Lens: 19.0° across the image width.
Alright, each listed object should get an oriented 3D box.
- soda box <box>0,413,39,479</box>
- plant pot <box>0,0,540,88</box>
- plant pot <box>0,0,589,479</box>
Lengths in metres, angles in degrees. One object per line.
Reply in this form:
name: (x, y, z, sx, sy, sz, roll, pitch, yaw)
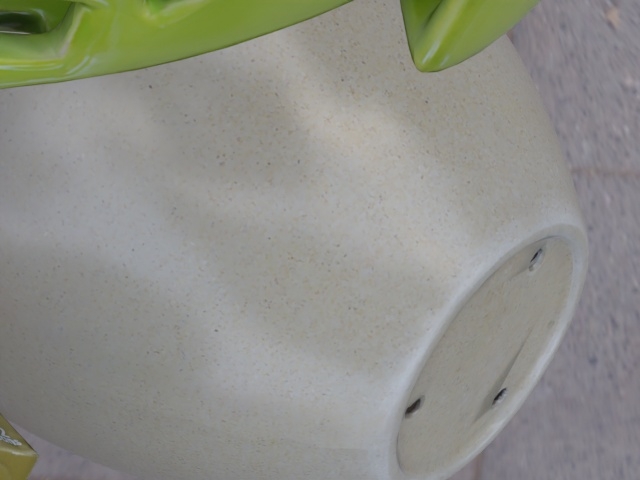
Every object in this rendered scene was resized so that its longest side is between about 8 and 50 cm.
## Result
soda box: (-0.152, 0.045, 0.410, 0.058, 0.181, 0.061, 38, 104, 39)
plant pot: (-0.022, -0.173, 0.416, 0.207, 0.227, 0.228, 3, 59, -17)
plant pot: (0.000, 0.000, 0.809, 0.191, 0.284, 0.284, 34, 104, 26)
